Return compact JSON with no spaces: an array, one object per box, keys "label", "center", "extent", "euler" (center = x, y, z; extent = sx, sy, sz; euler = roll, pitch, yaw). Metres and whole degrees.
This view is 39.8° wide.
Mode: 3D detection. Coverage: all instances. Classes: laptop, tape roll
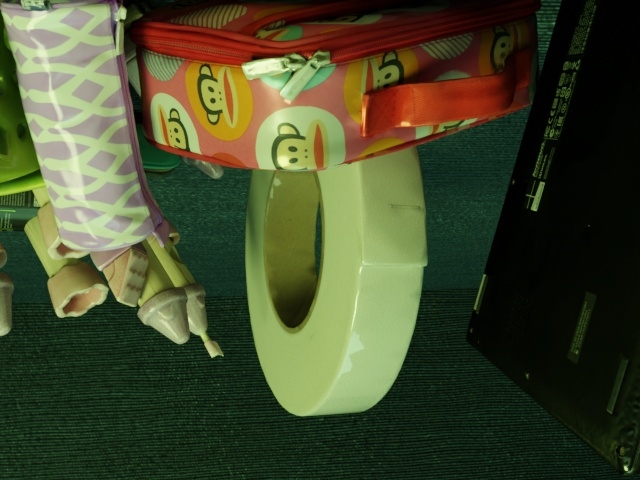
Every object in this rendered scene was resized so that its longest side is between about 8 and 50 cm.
[{"label":"laptop","center":[0.278,-0.068,0.638],"extent":[0.236,0.381,0.408],"euler":[13,-173,-10]},{"label":"tape roll","center":[0.000,0.000,0.983],"extent":[0.072,0.391,0.392],"euler":[2,166,-20]}]

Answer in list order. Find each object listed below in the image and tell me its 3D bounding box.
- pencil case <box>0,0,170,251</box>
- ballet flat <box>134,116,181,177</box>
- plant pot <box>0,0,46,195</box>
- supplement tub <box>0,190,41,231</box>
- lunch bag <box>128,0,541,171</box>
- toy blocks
[{"label":"pencil case","center":[-0.167,-0.091,0.644],"extent":[0.088,0.206,0.086],"euler":[-1,-148,4]},{"label":"ballet flat","center":[-0.293,-0.119,1.059],"extent":[0.096,0.095,0.280],"euler":[-2,171,38]},{"label":"plant pot","center":[-0.322,-0.132,0.690],"extent":[0.228,0.227,0.207],"euler":[-8,177,19]},{"label":"supplement tub","center":[-0.429,-0.070,1.172],"extent":[0.191,0.116,0.117],"euler":[2,166,-23]},{"label":"lunch bag","center":[0.028,-0.132,0.680],"extent":[0.293,0.120,0.258],"euler":[-21,-152,-37]},{"label":"toy blocks","center":[-0.194,-0.011,0.907],"extent":[0.309,0.260,0.288],"euler":[-35,162,4]}]
